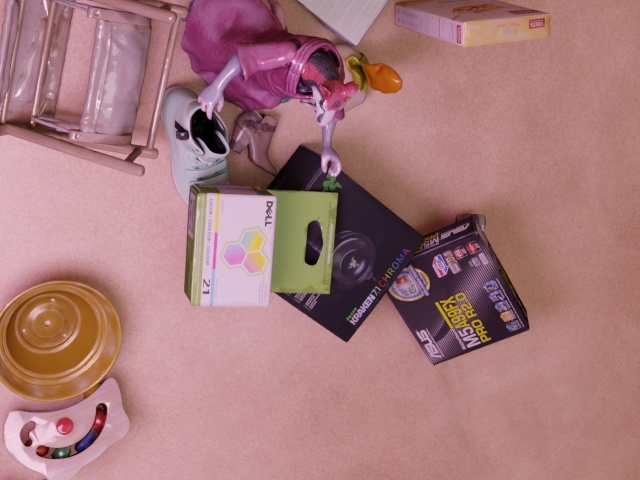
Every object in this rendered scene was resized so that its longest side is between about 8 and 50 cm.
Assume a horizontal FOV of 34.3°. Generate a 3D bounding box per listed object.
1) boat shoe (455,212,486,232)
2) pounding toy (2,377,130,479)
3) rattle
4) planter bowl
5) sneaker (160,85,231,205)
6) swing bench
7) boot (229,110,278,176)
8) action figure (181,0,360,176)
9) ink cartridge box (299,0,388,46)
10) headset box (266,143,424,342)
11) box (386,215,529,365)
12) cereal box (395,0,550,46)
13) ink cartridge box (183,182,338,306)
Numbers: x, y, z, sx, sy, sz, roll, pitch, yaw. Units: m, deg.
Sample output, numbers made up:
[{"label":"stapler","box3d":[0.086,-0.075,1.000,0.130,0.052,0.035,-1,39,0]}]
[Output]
[{"label":"boat shoe","box3d":[0.271,0.027,2.062,0.066,0.066,0.183,11,110,-8]},{"label":"pounding toy","box3d":[-0.467,0.340,1.813,0.269,0.155,0.154,-37,92,-20]},{"label":"rattle","box3d":[0.015,-0.262,1.787,0.199,0.143,0.130,-5,129,-31]},{"label":"planter bowl","box3d":[-0.450,0.154,1.738,0.217,0.090,0.217,-9,112,-23]},{"label":"sneaker","box3d":[-0.191,-0.123,1.727,0.094,0.151,0.256,-27,119,-16]},{"label":"swing bench","box3d":[-0.358,-0.259,1.582,0.254,0.165,0.253,14,104,-4]},{"label":"boot","box3d":[-0.101,-0.175,1.815,0.118,0.042,0.087,33,90,-32]},{"label":"action figure","box3d":[-0.049,-0.276,1.614,0.248,0.370,0.276,26,88,-42]},{"label":"ink cartridge box","box3d":[0.030,-0.444,1.791,0.179,0.045,0.145,35,92,-13]},{"label":"headset box","box3d":[0.000,0.000,1.875,0.283,0.131,0.246,38,89,-30]},{"label":"box","box3d":[0.258,0.103,2.024,0.216,0.060,0.270,-23,121,17]},{"label":"cereal box","box3d":[0.259,-0.383,1.795,0.173,0.240,0.047,-11,113,-22]},{"label":"ink cartridge box","box3d":[-0.089,0.009,1.709,0.255,0.097,0.189,2,101,-15]}]
